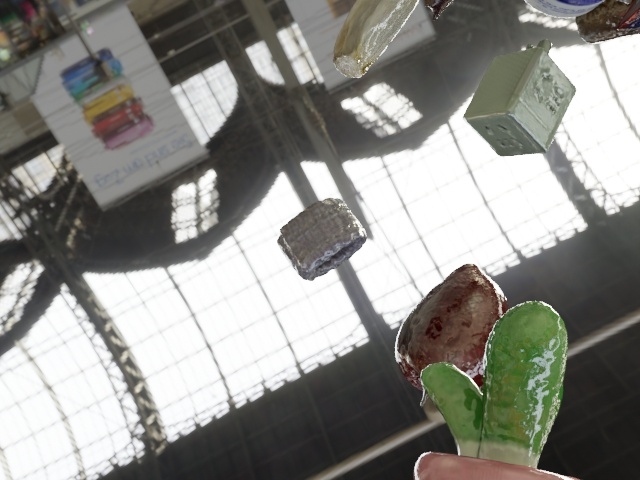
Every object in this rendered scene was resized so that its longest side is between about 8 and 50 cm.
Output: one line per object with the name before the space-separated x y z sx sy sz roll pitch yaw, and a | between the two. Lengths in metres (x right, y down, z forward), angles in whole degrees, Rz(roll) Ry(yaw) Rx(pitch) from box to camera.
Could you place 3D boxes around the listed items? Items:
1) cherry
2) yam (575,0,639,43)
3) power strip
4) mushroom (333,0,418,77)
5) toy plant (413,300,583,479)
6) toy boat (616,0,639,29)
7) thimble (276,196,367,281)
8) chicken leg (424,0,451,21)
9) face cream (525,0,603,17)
cherry | 0.262 0.184 1.510 0.230 0.203 0.300 125 -11 -75
yam | 0.661 -0.480 1.558 0.279 0.131 0.131 -4 -147 41
power strip | 0.409 -0.296 1.564 0.139 0.140 0.224 1 -123 58
mushroom | 0.130 -0.438 1.357 0.351 0.095 0.123 -59 -173 -2
toy plant | 0.223 0.275 0.944 0.210 0.317 0.356 0 -111 18
toy boat | 0.385 -0.379 1.039 0.318 0.219 0.072 13 -128 26
thimble | 0.002 -0.001 1.399 0.150 0.098 0.150 -32 166 -9
chicken leg | 0.180 -0.463 1.202 0.105 0.234 0.063 -12 -150 27
face cream | 0.437 -0.503 1.377 0.206 0.206 0.111 -34 179 -15
